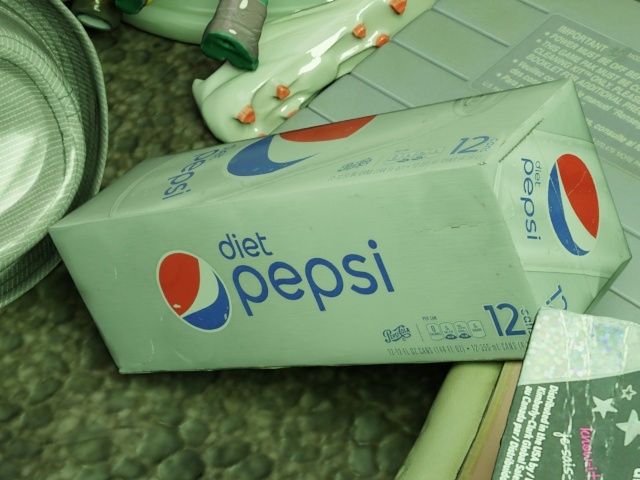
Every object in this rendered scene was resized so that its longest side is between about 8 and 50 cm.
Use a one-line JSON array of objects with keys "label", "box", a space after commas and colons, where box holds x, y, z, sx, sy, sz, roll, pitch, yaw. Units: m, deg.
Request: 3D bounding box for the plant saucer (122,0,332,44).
[{"label": "plant saucer", "box": [-0.019, -0.312, 1.058, 0.401, 0.100, 0.400, -8, 48, 8]}]

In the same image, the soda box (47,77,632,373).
[{"label": "soda box", "box": [0.000, 0.000, 0.695, 0.286, 0.098, 0.091, -7, 24, 41]}]

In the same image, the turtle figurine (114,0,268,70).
[{"label": "turtle figurine", "box": [-0.039, -0.234, 0.880, 0.175, 0.118, 0.234, 24, 76, 16]}]

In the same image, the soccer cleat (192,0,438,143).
[{"label": "soccer cleat", "box": [0.004, -0.131, 0.916, 0.196, 0.068, 0.076, -32, 46, -11]}]

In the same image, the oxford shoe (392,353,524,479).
[{"label": "oxford shoe", "box": [0.004, 0.177, 0.596, 0.147, 0.140, 0.397, 9, 50, 30]}]

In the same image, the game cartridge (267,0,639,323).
[{"label": "game cartridge", "box": [0.168, -0.033, 0.792, 0.230, 0.068, 0.355, -37, 51, -24]}]

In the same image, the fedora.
[{"label": "fedora", "box": [-0.238, -0.041, 0.762, 0.275, 0.243, 0.124, -19, 21, -18]}]

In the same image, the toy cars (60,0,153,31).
[{"label": "toy cars", "box": [-0.232, -0.271, 1.035, 0.176, 0.087, 0.393, -47, 46, 16]}]

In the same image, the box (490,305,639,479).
[{"label": "box", "box": [0.135, 0.164, 0.496, 0.142, 0.247, 0.163, 9, 53, 19]}]
